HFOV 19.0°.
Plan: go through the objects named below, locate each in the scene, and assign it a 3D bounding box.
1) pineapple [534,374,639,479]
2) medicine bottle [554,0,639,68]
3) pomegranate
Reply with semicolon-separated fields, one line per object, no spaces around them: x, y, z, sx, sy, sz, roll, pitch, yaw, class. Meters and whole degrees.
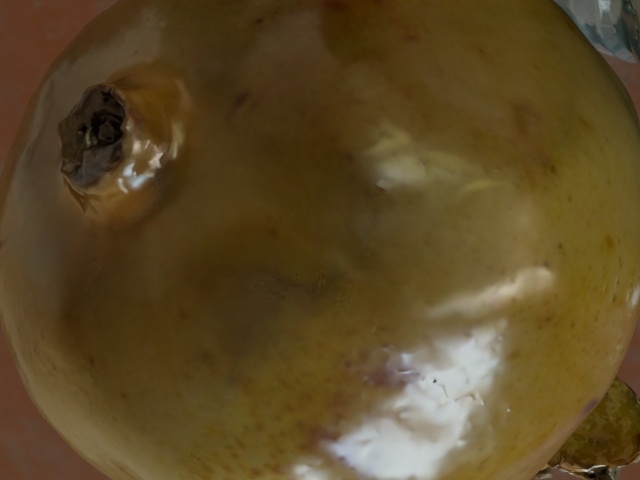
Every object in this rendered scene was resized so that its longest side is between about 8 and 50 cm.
0.057;0.046;1.134;0.161;0.158;0.334;-34;68;-2;pineapple
0.233;-0.083;0.705;0.290;0.245;0.245;43;130;26;medicine bottle
0.003;0.003;0.664;0.233;0.233;0.233;13;121;23;pomegranate
